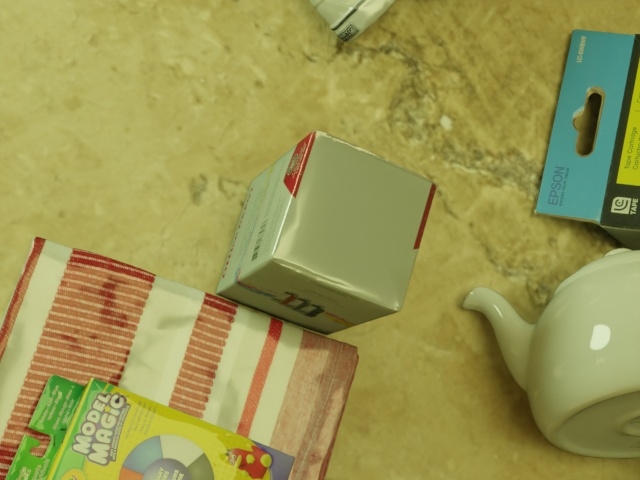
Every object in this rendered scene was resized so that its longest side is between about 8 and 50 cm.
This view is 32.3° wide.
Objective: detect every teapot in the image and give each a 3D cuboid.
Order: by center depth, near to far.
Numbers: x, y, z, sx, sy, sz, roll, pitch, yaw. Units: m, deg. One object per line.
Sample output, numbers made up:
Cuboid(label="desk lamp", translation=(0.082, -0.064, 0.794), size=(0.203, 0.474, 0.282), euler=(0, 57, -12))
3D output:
Cuboid(label="teapot", translation=(0.319, 0.093, 1.086), size=(0.256, 0.252, 0.187), euler=(17, 54, -31))

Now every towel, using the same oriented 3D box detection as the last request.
Cuboid(label="towel", translation=(-0.141, 0.155, 1.004), size=(0.329, 0.037, 0.237), euler=(21, 71, -14))

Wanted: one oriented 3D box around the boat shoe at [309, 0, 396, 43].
Cuboid(label="boat shoe", translation=(0.083, -0.325, 1.170), size=(0.088, 0.096, 0.267), euler=(44, 76, -11))

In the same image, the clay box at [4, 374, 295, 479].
Cuboid(label="clay box", translation=(-0.147, 0.206, 0.940), size=(0.222, 0.053, 0.127), euler=(24, 69, -13))

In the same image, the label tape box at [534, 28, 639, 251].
Cuboid(label="label tape box", translation=(0.427, -0.096, 1.206), size=(0.334, 0.106, 0.240), euler=(8, 71, 22))

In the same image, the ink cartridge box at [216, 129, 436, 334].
Cuboid(label="ink cartridge box", translation=(0.000, 0.000, 1.015), size=(0.127, 0.176, 0.128), euler=(22, 72, -16))
